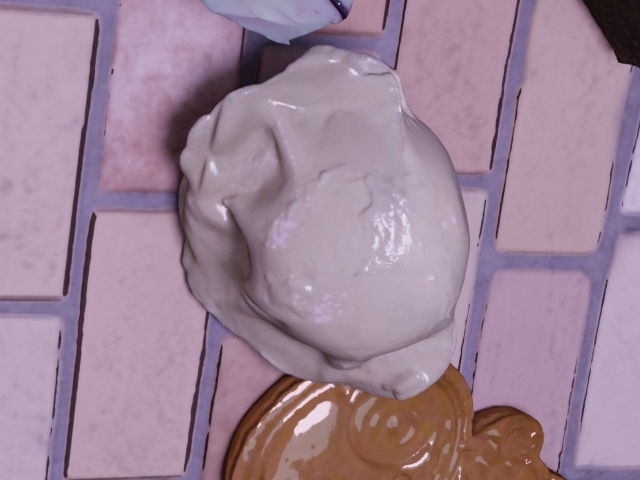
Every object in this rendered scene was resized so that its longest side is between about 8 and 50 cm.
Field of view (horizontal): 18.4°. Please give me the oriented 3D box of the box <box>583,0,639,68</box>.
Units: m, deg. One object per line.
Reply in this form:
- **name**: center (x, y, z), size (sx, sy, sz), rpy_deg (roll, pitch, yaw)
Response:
- **box**: center (0.279, -0.204, 1.247), size (0.184, 0.273, 0.143), rpy_deg (-42, 116, -8)

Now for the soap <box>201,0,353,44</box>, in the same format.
- **soap**: center (-0.050, -0.235, 1.160), size (0.230, 0.091, 0.145), rpy_deg (40, 59, -29)

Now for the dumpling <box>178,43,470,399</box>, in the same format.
- **dumpling**: center (0.000, 0.000, 1.271), size (0.193, 0.147, 0.258), rpy_deg (-14, 118, 13)

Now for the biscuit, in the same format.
- **biscuit**: center (0.064, 0.184, 1.411), size (0.288, 0.044, 0.202), rpy_deg (28, 94, -28)
